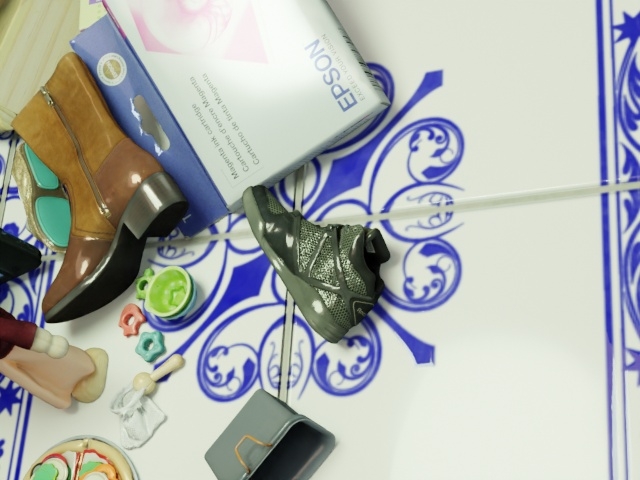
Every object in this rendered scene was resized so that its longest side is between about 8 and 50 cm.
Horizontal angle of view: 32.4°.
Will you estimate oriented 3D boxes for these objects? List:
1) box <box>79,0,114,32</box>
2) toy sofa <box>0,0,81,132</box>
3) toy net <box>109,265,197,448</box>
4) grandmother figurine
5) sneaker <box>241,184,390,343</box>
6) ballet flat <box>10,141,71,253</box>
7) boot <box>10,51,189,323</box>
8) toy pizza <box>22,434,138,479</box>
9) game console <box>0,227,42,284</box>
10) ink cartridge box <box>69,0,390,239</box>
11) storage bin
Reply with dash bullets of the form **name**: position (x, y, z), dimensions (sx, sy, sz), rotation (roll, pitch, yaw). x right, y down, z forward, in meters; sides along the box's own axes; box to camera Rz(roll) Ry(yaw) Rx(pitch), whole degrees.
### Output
- **box**: position (-0.216, -0.387, 1.559), dimensions (0.213, 0.117, 0.243), rotation (-10, 66, 15)
- **toy sofa**: position (-0.445, -0.331, 1.673), dimensions (0.150, 0.177, 0.363), rotation (0, 67, 54)
- **toy net**: position (-0.230, 0.144, 1.397), dimensions (0.122, 0.045, 0.232), rotation (8, 73, 30)
- **grandmother figurine**: position (-0.392, 0.116, 1.314), dimensions (0.207, 0.342, 0.104), rotation (-5, 67, 27)
- **sneaker**: position (0.000, 0.000, 1.316), dimensions (0.130, 0.087, 0.227), rotation (-39, 60, 6)
- **ballet flat**: position (-0.393, -0.049, 1.565), dimensions (0.067, 0.073, 0.206), rotation (-49, 48, 35)
- **boot**: position (-0.336, -0.065, 1.445), dimensions (0.280, 0.096, 0.264), rotation (49, 115, 19)
- **toy pizza**: position (-0.311, 0.339, 1.363), dimensions (0.201, 0.032, 0.201), rotation (-11, 64, 24)
- **game console**: position (-0.553, 0.088, 1.451), dimensions (0.293, 0.250, 0.173), rotation (-22, 58, 24)
- **ink cartridge box**: position (-0.132, -0.218, 1.405), dimensions (0.330, 0.071, 0.324), rotation (-33, 84, 13)
- **storage bin**: position (-0.069, 0.237, 1.250), dimensions (0.135, 0.098, 0.091), rotation (-52, 45, -1)
